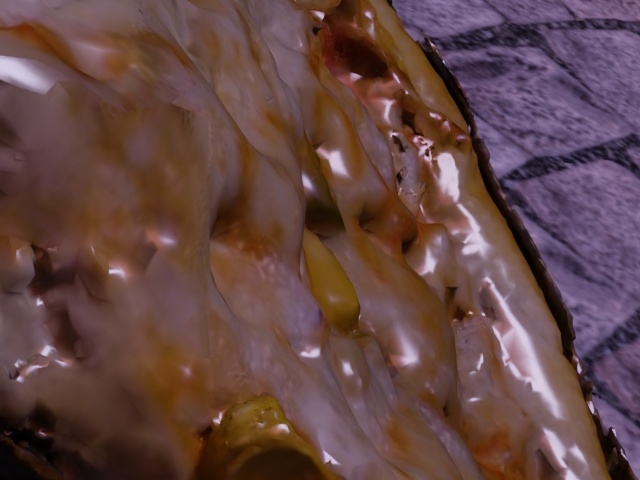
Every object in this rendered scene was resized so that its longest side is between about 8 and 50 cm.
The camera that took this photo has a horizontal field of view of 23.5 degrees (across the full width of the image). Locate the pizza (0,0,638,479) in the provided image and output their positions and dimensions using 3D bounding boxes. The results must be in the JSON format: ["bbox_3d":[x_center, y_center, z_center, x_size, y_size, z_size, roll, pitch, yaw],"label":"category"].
[{"bbox_3d":[0.017,0.010,0.601,0.435,0.080,0.392,49,24,-26],"label":"pizza"}]
